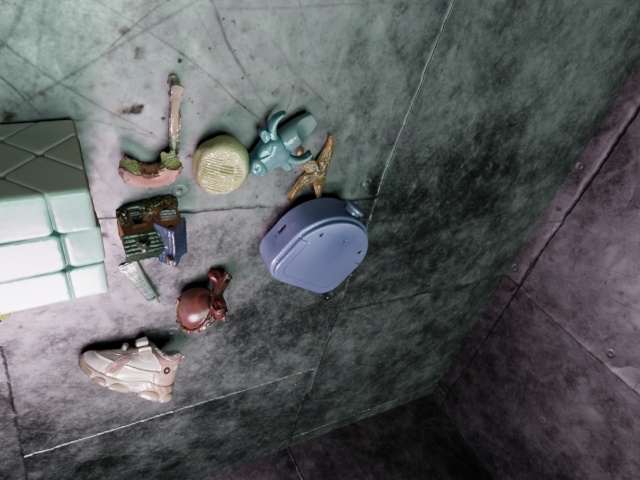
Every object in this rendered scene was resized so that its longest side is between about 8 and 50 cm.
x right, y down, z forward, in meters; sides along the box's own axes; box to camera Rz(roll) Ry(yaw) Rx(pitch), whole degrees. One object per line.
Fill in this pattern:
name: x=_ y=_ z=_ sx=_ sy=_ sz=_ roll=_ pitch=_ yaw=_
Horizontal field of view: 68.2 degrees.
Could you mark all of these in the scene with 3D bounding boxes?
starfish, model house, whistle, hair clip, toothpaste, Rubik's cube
starfish: x=-0.032 y=-0.242 z=1.580 sx=0.138 sy=0.050 sz=0.247 roll=-6 pitch=124 yaw=-31
model house: x=-0.484 y=-0.011 z=1.379 sx=0.183 sy=0.172 sz=0.166 roll=-12 pitch=135 yaw=-26
whistle: x=-0.126 y=-0.288 z=1.434 sx=0.274 sy=0.093 sz=0.186 roll=-39 pitch=134 yaw=-2
hair clip: x=-0.385 y=-0.327 z=1.246 sx=0.034 sy=0.072 sz=0.226 roll=-5 pitch=140 yaw=-23
toothpaste: x=-0.587 y=0.145 z=1.561 sx=0.062 sy=0.037 sz=0.216 roll=-28 pitch=135 yaw=-10
Rubik's cube: x=-0.688 y=-0.056 z=1.077 sx=0.322 sy=0.319 sz=0.316 roll=-13 pitch=135 yaw=-25

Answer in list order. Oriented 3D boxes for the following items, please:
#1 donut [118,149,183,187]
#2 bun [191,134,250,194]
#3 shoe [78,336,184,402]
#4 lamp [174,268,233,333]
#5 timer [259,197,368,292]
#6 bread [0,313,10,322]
donut: x=-0.463 y=-0.189 z=1.291 sx=0.166 sy=0.065 sz=0.117 roll=-5 pitch=159 yaw=-23
bun: x=-0.289 y=-0.221 z=1.374 sx=0.164 sy=0.111 sz=0.188 roll=5 pitch=129 yaw=-17
shoe: x=-0.671 y=0.440 z=1.702 sx=0.351 sy=0.172 sz=0.198 roll=30 pitch=71 yaw=-29
lamp: x=-0.411 y=0.222 z=1.675 sx=0.223 sy=0.215 sz=0.151 roll=-9 pitch=152 yaw=2
timer: x=0.000 y=0.000 z=1.728 sx=0.395 sy=0.173 sz=0.395 roll=-18 pitch=139 yaw=-17
bread: x=-0.888 y=0.144 z=1.306 sx=0.110 sy=0.103 sz=0.156 roll=-37 pitch=147 yaw=-18
